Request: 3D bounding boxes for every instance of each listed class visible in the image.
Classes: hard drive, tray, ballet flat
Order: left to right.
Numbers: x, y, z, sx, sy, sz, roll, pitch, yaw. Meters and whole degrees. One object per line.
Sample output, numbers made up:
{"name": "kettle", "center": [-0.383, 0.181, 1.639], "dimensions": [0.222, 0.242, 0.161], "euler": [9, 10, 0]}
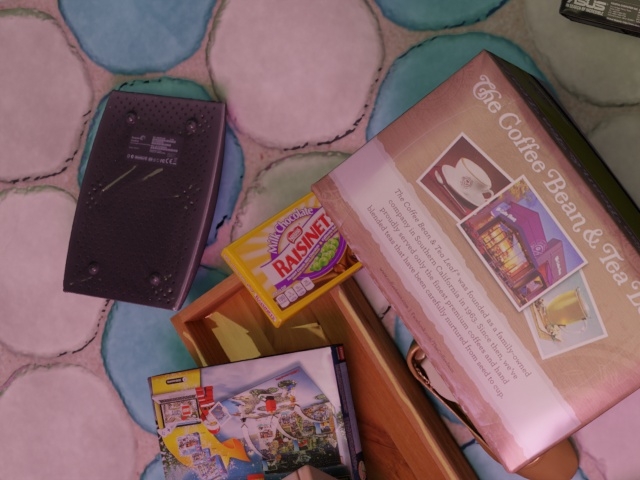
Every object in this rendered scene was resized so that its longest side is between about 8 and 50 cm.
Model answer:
{"name": "hard drive", "center": [-0.203, -0.047, 1.623], "dimensions": [0.172, 0.054, 0.254], "euler": [8, 79, 20]}
{"name": "tray", "center": [0.019, 0.208, 1.567], "dimensions": [0.203, 0.076, 0.411], "euler": [-35, 81, 18]}
{"name": "ballet flat", "center": [0.182, 0.192, 1.503], "dimensions": [0.232, 0.073, 0.080], "euler": [40, 105, 15]}

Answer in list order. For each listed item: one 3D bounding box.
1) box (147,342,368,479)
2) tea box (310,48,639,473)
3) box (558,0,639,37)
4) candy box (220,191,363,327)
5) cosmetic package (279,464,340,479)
{"name": "box", "center": [-0.073, 0.213, 1.539], "dimensions": [0.233, 0.044, 0.159], "euler": [-11, 88, 21]}
{"name": "tea box", "center": [0.207, 0.016, 1.351], "dimensions": [0.220, 0.323, 0.329], "euler": [-38, 79, 15]}
{"name": "box", "center": [0.425, -0.310, 1.389], "dimensions": [0.307, 0.076, 0.242], "euler": [17, 98, 19]}
{"name": "candy box", "center": [0.000, 0.000, 1.520], "dimensions": [0.206, 0.027, 0.105], "euler": [-34, 78, -25]}
{"name": "cosmetic package", "center": [0.023, 0.402, 1.379], "dimensions": [0.113, 0.160, 0.309], "euler": [-34, 50, 18]}
